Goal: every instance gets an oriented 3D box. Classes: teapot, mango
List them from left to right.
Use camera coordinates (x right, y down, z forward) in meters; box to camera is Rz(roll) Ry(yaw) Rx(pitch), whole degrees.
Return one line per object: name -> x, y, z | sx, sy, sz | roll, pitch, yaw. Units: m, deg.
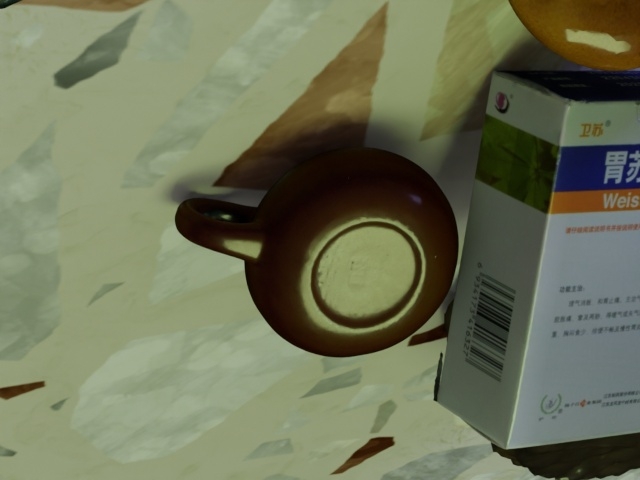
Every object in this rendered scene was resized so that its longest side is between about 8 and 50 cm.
teapot -> 0.000, 0.000, 1.586 | 0.252, 0.135, 0.178 | 10, 106, -19
mango -> 0.202, -0.176, 1.444 | 0.159, 0.105, 0.084 | 2, 171, -18

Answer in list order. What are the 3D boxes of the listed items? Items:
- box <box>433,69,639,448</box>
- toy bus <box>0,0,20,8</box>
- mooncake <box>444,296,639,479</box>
box -> 0.226, 0.012, 1.620 | 0.200, 0.106, 0.299 | -3, 112, -33
toy bus -> -0.284, -0.221, 0.938 | 0.194, 0.162, 0.323 | -23, 154, 6
mooncake -> 0.293, 0.100, 1.899 | 0.324, 0.187, 0.324 | -16, 152, -8
